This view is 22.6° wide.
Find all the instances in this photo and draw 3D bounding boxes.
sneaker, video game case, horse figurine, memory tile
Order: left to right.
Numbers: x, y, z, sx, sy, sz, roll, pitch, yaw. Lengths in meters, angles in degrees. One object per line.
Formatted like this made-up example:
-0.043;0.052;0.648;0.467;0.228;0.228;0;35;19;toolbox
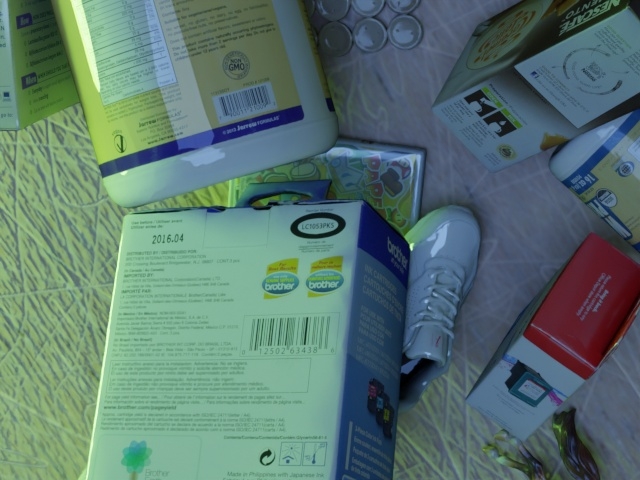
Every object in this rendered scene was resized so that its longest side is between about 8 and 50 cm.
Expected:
0.000;0.000;1.705;0.206;0.026;0.227;8;106;11;video game case
0.031;-0.245;1.639;0.148;0.012;0.113;-3;104;14;memory tile
0.114;0.079;1.635;0.090;0.115;0.232;17;102;-19;sneaker
0.215;0.306;1.713;0.174;0.066;0.263;40;112;7;horse figurine

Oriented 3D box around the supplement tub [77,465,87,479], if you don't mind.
-0.124;0.376;1.724;0.325;0.235;0.235;23;109;7;supplement tub

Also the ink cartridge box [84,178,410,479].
-0.064;0.111;1.574;0.270;0.151;0.395;-2;71;23;ink cartridge box

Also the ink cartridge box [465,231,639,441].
0.238;0.086;1.555;0.078;0.134;0.231;35;147;4;ink cartridge box

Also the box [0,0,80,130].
-0.326;-0.247;1.619;0.117;0.213;0.243;1;105;13;box

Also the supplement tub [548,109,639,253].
0.336;-0.058;1.543;0.199;0.144;0.144;42;110;1;supplement tub

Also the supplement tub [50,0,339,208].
-0.134;-0.217;1.556;0.241;0.241;0.331;-15;93;17;supplement tub

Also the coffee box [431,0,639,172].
0.238;-0.174;1.479;0.098;0.141;0.246;45;140;-19;coffee box
